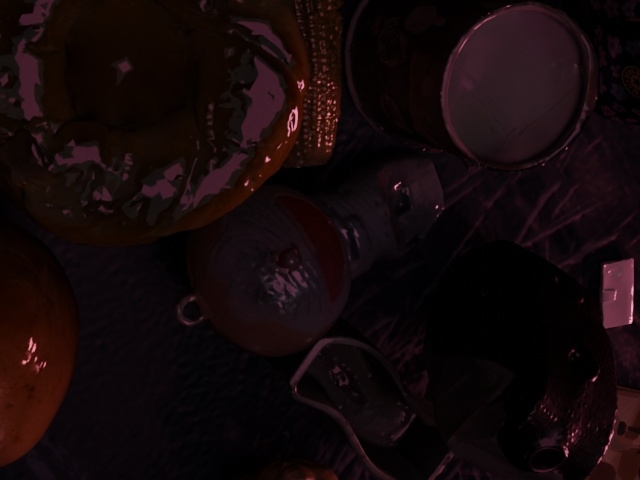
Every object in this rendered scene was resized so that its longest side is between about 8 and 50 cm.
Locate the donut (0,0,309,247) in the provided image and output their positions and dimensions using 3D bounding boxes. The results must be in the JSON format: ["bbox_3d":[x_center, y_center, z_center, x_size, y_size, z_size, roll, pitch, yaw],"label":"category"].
[{"bbox_3d":[-0.183,-0.159,1.605,0.360,0.170,0.360,-1,101,-7],"label":"donut"}]

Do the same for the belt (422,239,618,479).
[{"bbox_3d":[0.202,0.128,1.799,0.164,0.289,0.184,32,118,-27],"label":"belt"}]

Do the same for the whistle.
[{"bbox_3d":[0.000,0.000,1.742,0.348,0.189,0.189,-28,116,-26],"label":"whistle"}]

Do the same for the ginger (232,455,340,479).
[{"bbox_3d":[-0.001,0.296,1.864,0.193,0.123,0.115,13,61,-37],"label":"ginger"}]

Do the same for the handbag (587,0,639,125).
[{"bbox_3d":[0.369,-0.217,1.774,0.127,0.229,0.207,-36,123,-28],"label":"handbag"}]

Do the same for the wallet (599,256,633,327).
[{"bbox_3d":[0.348,0.061,1.982,0.044,0.011,0.083,-10,112,-17],"label":"wallet"}]

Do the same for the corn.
[{"bbox_3d":[-0.016,-0.211,1.711,0.087,0.086,0.288,-8,113,-18],"label":"corn"}]

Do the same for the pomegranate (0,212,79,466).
[{"bbox_3d":[-0.362,0.083,1.561,0.307,0.307,0.307,-7,110,-19],"label":"pomegranate"}]

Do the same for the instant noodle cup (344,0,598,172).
[{"bbox_3d":[0.158,-0.175,1.721,0.218,0.207,0.217,-6,108,-20],"label":"instant noodle cup"}]

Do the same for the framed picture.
[{"bbox_3d":[0.331,0.235,2.036,0.201,0.010,0.136,14,103,-25],"label":"framed picture"}]

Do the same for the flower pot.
[{"bbox_3d":[0.044,0.171,1.849,0.103,0.108,0.229,-45,116,-1],"label":"flower pot"}]
